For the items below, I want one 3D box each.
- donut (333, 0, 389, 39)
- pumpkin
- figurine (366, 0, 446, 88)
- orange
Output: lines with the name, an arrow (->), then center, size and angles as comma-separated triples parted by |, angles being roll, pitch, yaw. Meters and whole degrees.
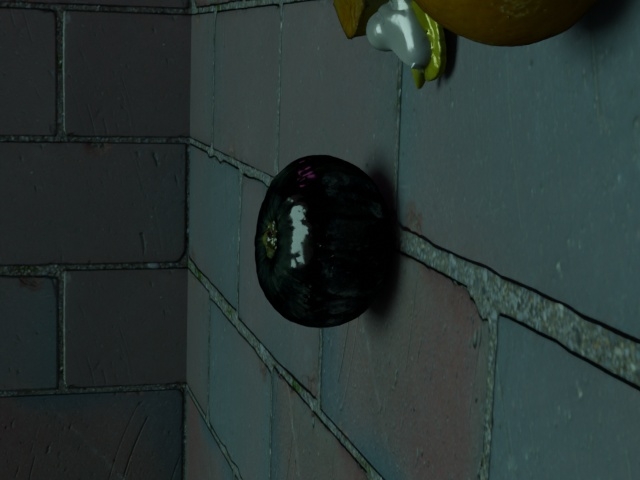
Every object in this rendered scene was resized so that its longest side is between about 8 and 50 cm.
donut -> 0.058, -0.349, 1.578 | 0.162, 0.066, 0.178 | 99, 162, -47
pumpkin -> 0.000, 0.000, 1.614 | 0.233, 0.163, 0.233 | 179, 90, -72
figurine -> 0.102, -0.264, 1.384 | 0.130, 0.109, 0.178 | 19, 114, 51
orange -> 0.154, -0.274, 1.010 | 0.219, 0.193, 0.219 | -11, 76, 57
